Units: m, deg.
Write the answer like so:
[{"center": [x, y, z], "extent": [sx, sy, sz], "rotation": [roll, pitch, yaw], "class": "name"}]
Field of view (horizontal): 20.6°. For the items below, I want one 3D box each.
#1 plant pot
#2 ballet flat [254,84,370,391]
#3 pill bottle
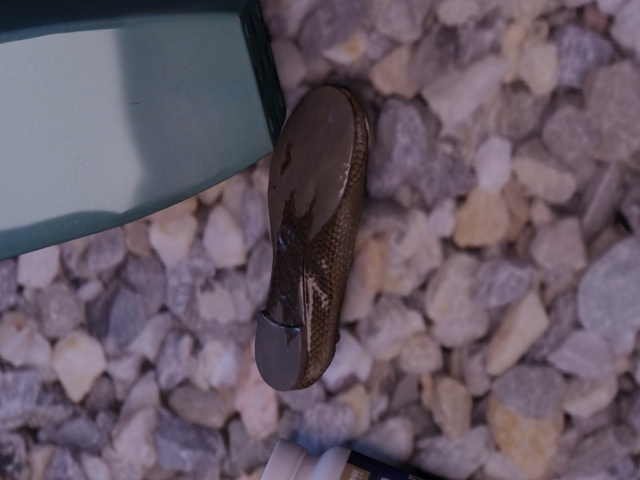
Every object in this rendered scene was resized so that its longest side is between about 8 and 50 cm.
[{"center": [-0.152, -0.103, 1.301], "extent": [0.234, 0.165, 0.165], "rotation": [-11, 108, 8], "class": "plant pot"}, {"center": [0.000, 0.000, 1.362], "extent": [0.084, 0.058, 0.249], "rotation": [25, 114, 42], "class": "ballet flat"}, {"center": [0.033, 0.222, 1.415], "extent": [0.169, 0.094, 0.094], "rotation": [21, 114, 4], "class": "pill bottle"}]
